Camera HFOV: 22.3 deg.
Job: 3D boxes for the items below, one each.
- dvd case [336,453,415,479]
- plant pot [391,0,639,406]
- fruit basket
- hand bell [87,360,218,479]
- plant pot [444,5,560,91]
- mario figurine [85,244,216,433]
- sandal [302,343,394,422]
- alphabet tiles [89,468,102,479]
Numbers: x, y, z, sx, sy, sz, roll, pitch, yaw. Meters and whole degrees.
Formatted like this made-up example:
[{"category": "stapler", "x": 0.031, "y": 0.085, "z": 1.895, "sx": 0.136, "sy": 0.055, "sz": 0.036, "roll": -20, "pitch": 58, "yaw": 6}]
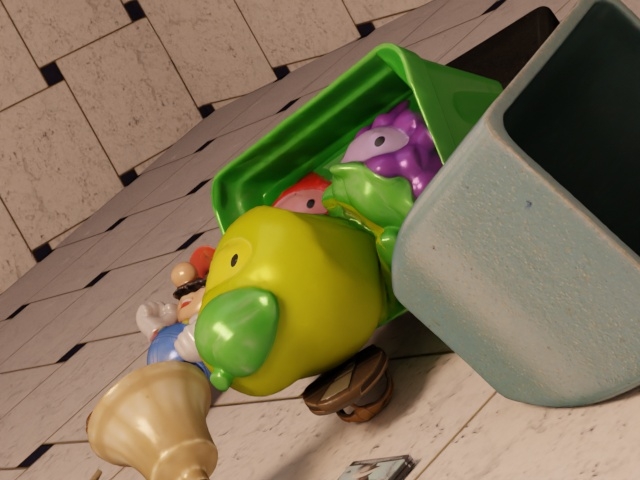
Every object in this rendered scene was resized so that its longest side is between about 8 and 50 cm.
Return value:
[{"category": "dvd case", "x": 0.022, "y": 0.233, "z": 1.426, "sx": 0.119, "sy": 0.013, "sz": 0.087, "roll": -43, "pitch": 15, "yaw": -34}, {"category": "plant pot", "x": 0.202, "y": -0.008, "z": 1.354, "sx": 0.252, "sy": 0.248, "sz": 0.247, "roll": -45, "pitch": 3, "yaw": 46}, {"category": "fruit basket", "x": 0.000, "y": 0.000, "z": 1.631, "sx": 0.392, "sy": 0.283, "sz": 0.392, "roll": -18, "pitch": -13, "yaw": -4}, {"category": "hand bell", "x": -0.101, "y": 0.229, "z": 1.439, "sx": 0.126, "sy": 0.126, "sz": 0.242, "roll": -37, "pitch": 48, "yaw": -5}, {"category": "plant pot", "x": 0.226, "y": -0.113, "z": 1.803, "sx": 0.187, "sy": 0.188, "sz": 0.167, "roll": -31, "pitch": 25, "yaw": 19}, {"category": "mario figurine", "x": -0.180, "y": 0.113, "z": 2.006, "sx": 0.198, "sy": 0.170, "sz": 0.320, "roll": 12, "pitch": 46, "yaw": 24}, {"category": "sandal", "x": 0.035, "y": 0.150, "z": 1.613, "sx": 0.090, "sy": 0.060, "sz": 0.219, "roll": -29, "pitch": -1, "yaw": 1}, {"category": "alphabet tiles", "x": -0.302, "y": 0.358, "z": 1.609, "sx": 0.198, "sy": 0.009, "sz": 0.237, "roll": -61, "pitch": -5, "yaw": 37}]
